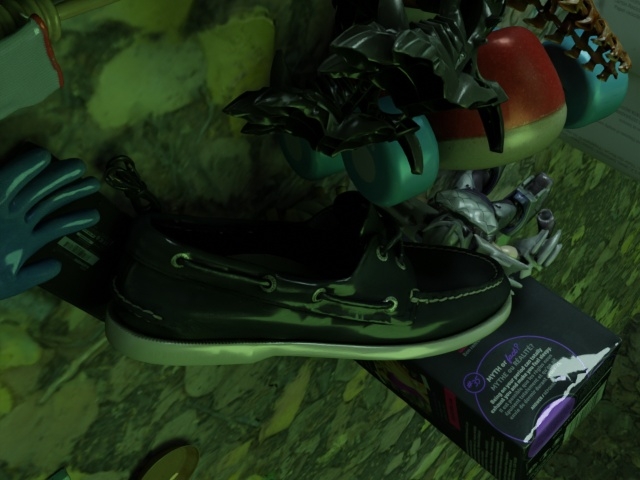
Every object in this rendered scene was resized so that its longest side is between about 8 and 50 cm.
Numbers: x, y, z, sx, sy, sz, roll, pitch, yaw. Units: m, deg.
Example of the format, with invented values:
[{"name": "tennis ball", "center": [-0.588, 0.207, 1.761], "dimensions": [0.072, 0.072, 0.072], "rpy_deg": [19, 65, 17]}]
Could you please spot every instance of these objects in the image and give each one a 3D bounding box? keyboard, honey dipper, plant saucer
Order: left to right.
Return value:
[{"name": "keyboard", "center": [-0.161, -0.010, 0.586], "dimensions": [0.108, 0.023, 0.180], "rpy_deg": [-44, 151, -2]}, {"name": "honey dipper", "center": [-0.120, -0.144, 0.487], "dimensions": [0.160, 0.030, 0.030], "rpy_deg": [-33, 146, -34]}, {"name": "plant saucer", "center": [-0.161, 0.240, 0.865], "dimensions": [0.083, 0.015, 0.083], "rpy_deg": [-35, 146, -28]}]

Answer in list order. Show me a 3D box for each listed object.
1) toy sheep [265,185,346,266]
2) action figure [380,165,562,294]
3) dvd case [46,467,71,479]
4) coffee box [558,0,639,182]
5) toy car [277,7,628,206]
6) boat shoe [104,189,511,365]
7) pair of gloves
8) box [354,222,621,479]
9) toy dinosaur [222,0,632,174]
[{"name": "toy sheep", "center": [0.000, 0.000, 0.762], "dimensions": [0.132, 0.091, 0.091], "rpy_deg": [-25, 141, -31]}, {"name": "action figure", "center": [0.165, -0.040, 0.875], "dimensions": [0.099, 0.185, 0.285], "rpy_deg": [-52, 171, 30]}, {"name": "dvd case", "center": [-0.254, 0.265, 0.763], "dimensions": [0.087, 0.013, 0.119], "rpy_deg": [-35, 148, -28]}, {"name": "coffee box", "center": [0.530, -0.253, 0.978], "dimensions": [0.334, 0.337, 0.338], "rpy_deg": [-35, 145, -29]}, {"name": "toy car", "center": [0.079, -0.180, 0.627], "dimensions": [0.219, 0.210, 0.238], "rpy_deg": [-22, 112, -22]}, {"name": "boat shoe", "center": [0.009, 0.017, 0.648], "dimensions": [0.340, 0.127, 0.113], "rpy_deg": [0, 114, -18]}, {"name": "pair of gloves", "center": [-0.190, -0.028, 0.439], "dimensions": [0.159, 0.023, 0.198], "rpy_deg": [-40, 150, -33]}, {"name": "box", "center": [0.164, 0.115, 0.928], "dimensions": [0.165, 0.270, 0.143], "rpy_deg": [-42, 149, -18]}, {"name": "toy dinosaur", "center": [0.051, -0.165, 0.463], "dimensions": [0.164, 0.322, 0.218], "rpy_deg": [119, -14, -76]}]
